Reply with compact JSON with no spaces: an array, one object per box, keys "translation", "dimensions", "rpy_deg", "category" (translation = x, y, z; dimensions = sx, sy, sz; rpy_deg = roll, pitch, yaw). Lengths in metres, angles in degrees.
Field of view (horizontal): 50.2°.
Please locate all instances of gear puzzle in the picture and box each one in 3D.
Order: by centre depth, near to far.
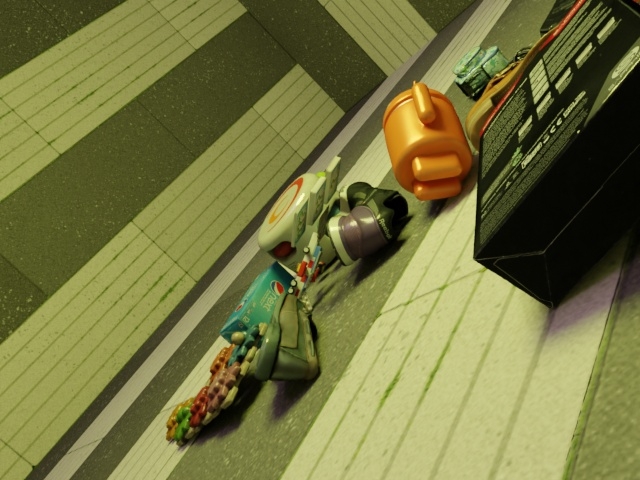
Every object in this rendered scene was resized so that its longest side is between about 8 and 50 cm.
[{"translation":[-0.201,0.255,1.172],"dimensions":[0.339,0.044,0.175],"rpy_deg":[-46,14,46],"category":"gear puzzle"}]

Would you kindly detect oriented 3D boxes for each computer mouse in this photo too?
[{"translation":[0.469,-0.414,1.244],"dimensions":[0.272,0.072,0.188],"rpy_deg":[-58,13,-5],"category":"computer mouse"}]

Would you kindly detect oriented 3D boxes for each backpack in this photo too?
[{"translation":[0.350,-0.379,1.503],"dimensions":[0.114,0.084,0.105],"rpy_deg":[-40,13,12],"category":"backpack"}]

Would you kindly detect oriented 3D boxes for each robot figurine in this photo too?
[{"translation":[0.170,-0.159,1.108],"dimensions":[0.128,0.158,0.219],"rpy_deg":[-37,40,29],"category":"robot figurine"}]

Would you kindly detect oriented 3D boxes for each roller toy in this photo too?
[{"translation":[-0.024,-0.026,1.410],"dimensions":[0.209,0.146,0.191],"rpy_deg":[-51,16,13],"category":"roller toy"}]

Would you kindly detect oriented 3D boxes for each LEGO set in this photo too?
[{"translation":[0.000,0.000,1.204],"dimensions":[0.182,0.060,0.244],"rpy_deg":[-57,-18,-45],"category":"LEGO set"}]

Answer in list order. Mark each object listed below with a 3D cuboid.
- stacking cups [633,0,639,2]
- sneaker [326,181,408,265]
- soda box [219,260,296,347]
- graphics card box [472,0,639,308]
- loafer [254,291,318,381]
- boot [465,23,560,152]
[{"translation":[0.439,-0.371,0.975],"dimensions":[0.096,0.096,0.316],"rpy_deg":[-41,4,24],"category":"stacking cups"},{"translation":[0.101,-0.045,1.204],"dimensions":[0.124,0.107,0.283],"rpy_deg":[-22,18,16],"category":"sneaker"},{"translation":[-0.119,0.132,1.362],"dimensions":[0.067,0.071,0.210],"rpy_deg":[-39,12,34],"category":"soda box"},{"translation":[0.259,-0.122,0.689],"dimensions":[0.232,0.094,0.371],"rpy_deg":[-55,3,28],"category":"graphics card box"},{"translation":[-0.042,0.152,1.030],"dimensions":[0.267,0.084,0.096],"rpy_deg":[-77,2,-78],"category":"loafer"},{"translation":[0.339,-0.249,1.040],"dimensions":[0.283,0.109,0.220],"rpy_deg":[-48,4,25],"category":"boot"}]
